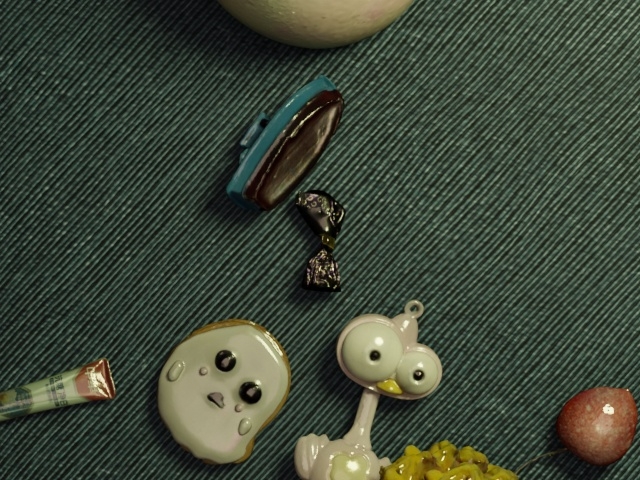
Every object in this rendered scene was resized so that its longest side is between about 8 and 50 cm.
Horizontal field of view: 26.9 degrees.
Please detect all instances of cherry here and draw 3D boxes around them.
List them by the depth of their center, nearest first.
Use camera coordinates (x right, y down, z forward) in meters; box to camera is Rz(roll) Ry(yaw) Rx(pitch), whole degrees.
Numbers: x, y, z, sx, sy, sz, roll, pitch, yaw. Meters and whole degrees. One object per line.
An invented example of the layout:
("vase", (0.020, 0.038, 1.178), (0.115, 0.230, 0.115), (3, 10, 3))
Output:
("cherry", (0.359, 0.294, 1.875), (0.107, 0.090, 0.225), (36, 105, -1))

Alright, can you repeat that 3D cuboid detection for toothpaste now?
("toothpaste", (-0.414, 0.228, 1.929), (0.239, 0.039, 0.062), (-15, 82, 0))

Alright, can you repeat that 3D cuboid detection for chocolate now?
("chocolate", (0.003, 0.001, 1.902), (0.072, 0.070, 0.147), (0, 90, -25))

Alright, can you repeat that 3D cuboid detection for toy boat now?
("toy boat", (-0.054, -0.141, 1.898), (0.097, 0.100, 0.223), (33, 84, 38))

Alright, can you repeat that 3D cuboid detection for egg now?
("egg", (-0.013, -0.444, 1.772), (0.354, 0.340, 0.354), (0, 90, 4))

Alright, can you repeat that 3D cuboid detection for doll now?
("doll", (0.065, 0.252, 1.880), (0.160, 0.094, 0.365), (21, 91, 0))

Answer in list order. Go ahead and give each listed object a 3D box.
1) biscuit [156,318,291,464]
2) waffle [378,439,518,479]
("biscuit", (-0.140, 0.211, 1.912), (0.181, 0.049, 0.208), (38, 93, 2))
("waffle", (0.149, 0.437, 1.812), (0.261, 0.151, 0.324), (22, 87, -33))
